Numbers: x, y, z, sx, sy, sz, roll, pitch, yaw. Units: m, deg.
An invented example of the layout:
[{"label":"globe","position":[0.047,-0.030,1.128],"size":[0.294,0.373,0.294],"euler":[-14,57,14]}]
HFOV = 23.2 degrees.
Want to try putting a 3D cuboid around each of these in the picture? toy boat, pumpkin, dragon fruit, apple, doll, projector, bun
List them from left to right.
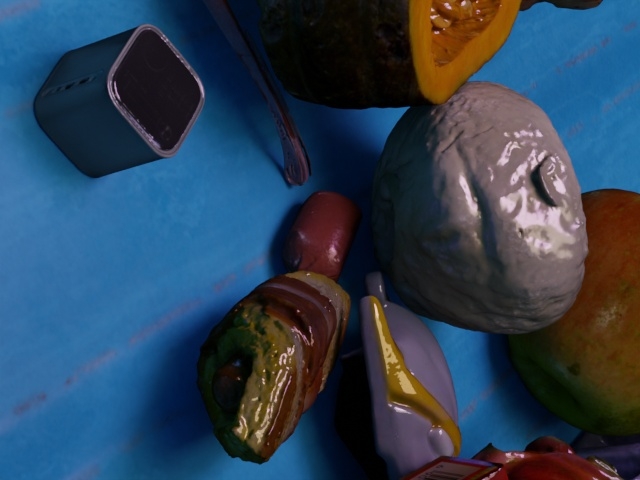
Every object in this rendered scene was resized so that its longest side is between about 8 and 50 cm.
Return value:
[{"label":"projector","position":[-0.148,-0.103,1.158],"size":[0.083,0.082,0.083],"euler":[50,47,-30]},{"label":"doll","position":[0.068,0.183,1.328],"size":[0.145,0.103,0.316],"euler":[-6,90,-60]},{"label":"pumpkin","position":[0.070,-0.242,1.304],"size":[0.317,0.139,0.222],"euler":[-39,134,-50]},{"label":"bun","position":[0.126,-0.014,1.356],"size":[0.153,0.244,0.244],"euler":[-20,97,-18]},{"label":"dragon fruit","position":[0.220,0.279,1.372],"size":[0.200,0.269,0.198],"euler":[-42,109,-22]},{"label":"apple","position":[0.296,0.076,1.577],"size":[0.226,0.246,0.246],"euler":[-52,125,-10]},{"label":"toy boat","position":[0.340,0.219,1.633],"size":[0.283,0.127,0.078],"euler":[-33,106,-54]}]

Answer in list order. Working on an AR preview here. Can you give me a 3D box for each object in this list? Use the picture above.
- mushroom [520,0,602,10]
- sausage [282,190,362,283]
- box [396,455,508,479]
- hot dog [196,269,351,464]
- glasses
[{"label":"mushroom","position":[0.208,-0.355,1.579],"size":[0.263,0.195,0.283],"euler":[16,51,-40]},{"label":"sausage","position":[-0.001,0.000,1.332],"size":[0.054,0.059,0.094],"euler":[21,53,3]},{"label":"box","position":[0.032,0.318,1.180],"size":[0.313,0.089,0.197],"euler":[-24,103,-33]},{"label":"hot dog","position":[-0.044,0.091,1.209],"size":[0.261,0.093,0.123],"euler":[-42,153,-75]},{"label":"glasses","position":[-0.006,-0.215,1.339],"size":[0.268,0.118,0.234],"euler":[59,40,-21]}]
